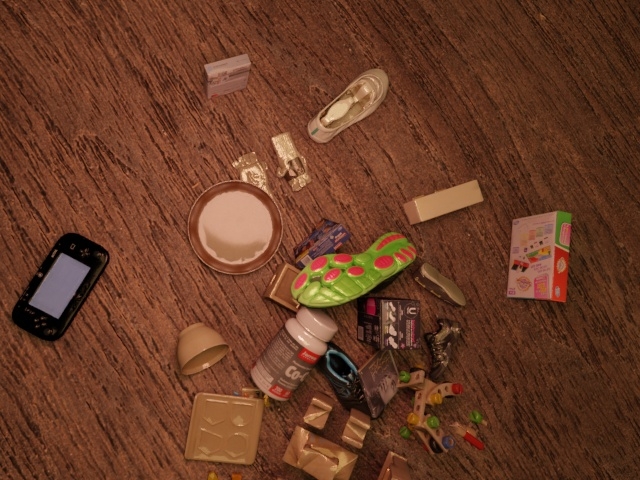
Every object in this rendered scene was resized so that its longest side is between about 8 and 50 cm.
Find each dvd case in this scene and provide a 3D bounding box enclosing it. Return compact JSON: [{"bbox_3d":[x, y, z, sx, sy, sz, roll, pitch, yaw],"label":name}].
[{"bbox_3d":[0.207,0.468,1.579,0.221,0.018,0.165,-26,97,-54],"label":"dvd case"}]

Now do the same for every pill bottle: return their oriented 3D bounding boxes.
[{"bbox_3d":[-0.081,0.352,1.477,0.161,0.161,0.283,36,97,-8],"label":"pill bottle"}]

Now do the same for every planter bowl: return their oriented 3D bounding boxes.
[{"bbox_3d":[-0.383,0.329,1.458,0.162,0.162,0.109,-28,65,-15],"label":"planter bowl"}]

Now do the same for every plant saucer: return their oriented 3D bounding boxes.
[{"bbox_3d":[-0.281,-0.044,1.548,0.310,0.050,0.311,0,92,-10],"label":"plant saucer"}]

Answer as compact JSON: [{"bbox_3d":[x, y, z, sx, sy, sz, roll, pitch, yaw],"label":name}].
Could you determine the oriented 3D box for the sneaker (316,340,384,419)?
[{"bbox_3d":[0.097,0.484,1.561,0.125,0.139,0.341,-44,97,-15],"label":"sneaker"}]

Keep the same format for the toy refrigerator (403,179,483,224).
[{"bbox_3d":[0.456,-0.146,1.729,0.269,0.102,0.094,-19,90,-14],"label":"toy refrigerator"}]

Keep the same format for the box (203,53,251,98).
[{"bbox_3d":[-0.310,-0.537,1.528,0.145,0.186,0.038,-21,88,-15],"label":"box"}]

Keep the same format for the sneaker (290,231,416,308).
[{"bbox_3d":[0.120,0.131,1.530,0.482,0.202,0.185,-17,54,-31],"label":"sneaker"}]

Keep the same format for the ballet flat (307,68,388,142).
[{"bbox_3d":[0.120,-0.496,1.662,0.400,0.139,0.139,-42,95,-14],"label":"ballet flat"}]

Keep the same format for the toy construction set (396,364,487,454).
[{"bbox_3d":[0.363,0.549,1.520,0.237,0.308,0.258,39,76,-19],"label":"toy construction set"}]

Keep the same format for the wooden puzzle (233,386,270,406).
[{"bbox_3d":[-0.227,0.525,1.540,0.116,0.014,0.079,-3,85,-14],"label":"wooden puzzle"}]

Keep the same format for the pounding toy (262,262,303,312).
[{"bbox_3d":[-0.062,0.158,1.581,0.206,0.094,0.181,32,73,-19],"label":"pounding toy"}]

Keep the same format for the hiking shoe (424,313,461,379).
[{"bbox_3d":[0.426,0.388,1.692,0.114,0.086,0.227,22,85,12],"label":"hiking shoe"}]

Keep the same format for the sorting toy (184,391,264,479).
[{"bbox_3d":[-0.315,0.653,1.498,0.228,0.041,0.308,10,87,-13],"label":"sorting toy"}]

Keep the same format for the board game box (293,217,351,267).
[{"bbox_3d":[0.000,0.000,1.575,0.194,0.194,0.060,-40,107,7],"label":"board game box"}]

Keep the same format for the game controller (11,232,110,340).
[{"bbox_3d":[-0.786,0.138,1.409,0.166,0.067,0.319,30,78,-10],"label":"game controller"}]

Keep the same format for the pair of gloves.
[{"bbox_3d":[-0.163,-0.241,1.614,0.240,0.042,0.204,-31,98,-9],"label":"pair of gloves"}]

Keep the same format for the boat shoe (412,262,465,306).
[{"bbox_3d":[0.439,0.174,1.714,0.227,0.068,0.081,39,37,-12],"label":"boat shoe"}]

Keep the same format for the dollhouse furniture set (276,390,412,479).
[{"bbox_3d":[0.081,0.741,1.518,0.393,0.256,0.363,23,84,9],"label":"dollhouse furniture set"}]

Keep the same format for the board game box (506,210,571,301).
[{"bbox_3d":[0.807,0.064,1.726,0.064,0.242,0.317,9,83,-15],"label":"board game box"}]

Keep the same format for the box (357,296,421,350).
[{"bbox_3d":[0.225,0.274,1.556,0.141,0.247,0.164,2,85,-13],"label":"box"}]
